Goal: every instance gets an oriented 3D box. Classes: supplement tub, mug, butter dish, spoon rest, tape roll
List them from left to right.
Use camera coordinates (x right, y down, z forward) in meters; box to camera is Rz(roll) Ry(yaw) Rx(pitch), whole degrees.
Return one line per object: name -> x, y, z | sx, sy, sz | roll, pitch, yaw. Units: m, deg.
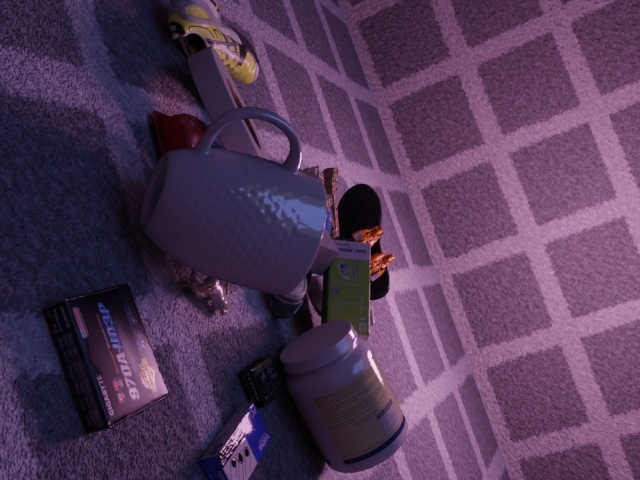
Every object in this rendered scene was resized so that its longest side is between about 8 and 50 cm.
butter dish -> -0.302, -0.237, 1.664 | 0.160, 0.118, 0.160 | 16, 56, -64
tape roll -> -0.229, -0.318, 1.841 | 0.392, 0.072, 0.391 | -25, 90, -88
mug -> -0.175, -0.097, 1.464 | 0.328, 0.374, 0.276 | 17, 17, -25
spoon rest -> 0.055, 0.205, 2.211 | 0.276, 0.084, 0.137 | 35, 35, -35
supplement tub -> 0.056, 0.389, 1.773 | 0.324, 0.236, 0.235 | 64, 21, -12

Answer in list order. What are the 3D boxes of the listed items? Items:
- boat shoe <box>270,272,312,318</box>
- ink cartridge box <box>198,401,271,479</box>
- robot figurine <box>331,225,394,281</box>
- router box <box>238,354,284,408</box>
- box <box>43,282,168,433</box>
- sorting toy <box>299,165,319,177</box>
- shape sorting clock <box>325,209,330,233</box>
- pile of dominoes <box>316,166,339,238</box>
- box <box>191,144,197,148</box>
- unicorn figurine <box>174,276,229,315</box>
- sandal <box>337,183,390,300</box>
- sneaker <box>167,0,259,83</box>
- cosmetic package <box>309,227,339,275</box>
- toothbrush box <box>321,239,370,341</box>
boat shoe -> -0.083, 0.112, 1.949 | 0.319, 0.116, 0.099 | -79, -172, -68
ink cartridge box -> -0.170, 0.428, 1.441 | 0.097, 0.046, 0.207 | 66, 20, -10
robot figurine -> 0.121, 0.065, 2.354 | 0.291, 0.085, 0.211 | -30, 100, -45
router box -> -0.136, 0.328, 1.635 | 0.092, 0.038, 0.122 | 69, 20, -1
box -> -0.358, 0.193, 1.192 | 0.220, 0.051, 0.175 | 70, 20, 3
sorting toy -> -0.032, -0.221, 2.386 | 0.045, 0.075, 0.083 | 35, 38, -57
shape sorting clock -> 0.000, 0.000, 2.093 | 0.206, 0.040, 0.206 | -173, -90, -86
pile of dominoes -> 0.041, -0.122, 2.408 | 0.196, 0.040, 0.251 | -35, 122, -69
box -> -0.236, -0.068, 1.651 | 0.323, 0.067, 0.063 | 65, -9, -31
unicorn figurine -> -0.241, 0.105, 1.561 | 0.162, 0.060, 0.111 | 52, 21, -31
sandal -> 0.152, 0.008, 2.565 | 0.107, 0.168, 0.445 | 86, -2, -70
sneaker -> -0.310, -0.541, 1.975 | 0.385, 0.145, 0.147 | 37, 62, -54
cosmetic package -> -0.079, -0.002, 1.885 | 0.238, 0.107, 0.127 | 17, 31, -38
toothbrush box -> 0.069, 0.170, 2.001 | 0.206, 0.122, 0.283 | 102, -7, -63
